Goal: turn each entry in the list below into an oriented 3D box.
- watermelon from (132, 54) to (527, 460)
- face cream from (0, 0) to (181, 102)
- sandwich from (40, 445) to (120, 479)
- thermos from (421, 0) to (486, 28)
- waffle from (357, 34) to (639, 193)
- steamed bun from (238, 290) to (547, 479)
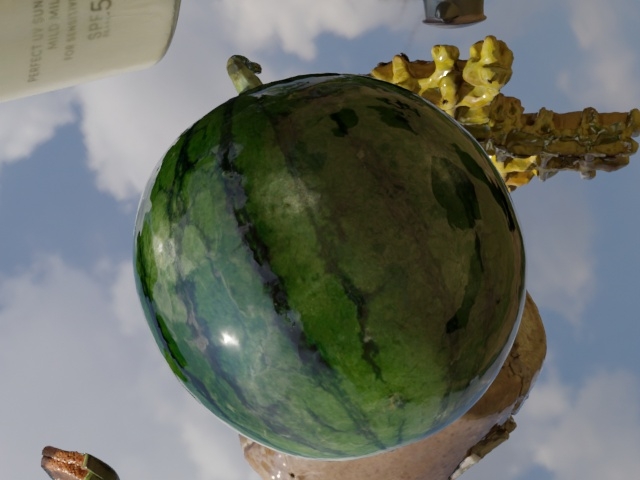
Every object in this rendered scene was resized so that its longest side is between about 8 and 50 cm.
[{"bbox_3d":[0.000,0.000,0.727,0.188,0.188,0.215,-12,-100,-62],"label":"watermelon"},{"bbox_3d":[-0.245,-0.126,0.807,0.348,0.174,0.081,-16,-124,-24],"label":"face cream"},{"bbox_3d":[-0.212,0.207,1.315,0.069,0.101,0.026,42,-117,-34],"label":"sandwich"},{"bbox_3d":[0.132,-0.306,1.471,0.137,0.105,0.193,-45,-48,-68],"label":"thermos"},{"bbox_3d":[0.151,-0.105,1.450,0.293,0.259,0.069,19,-112,-38],"label":"waffle"},{"bbox_3d":[0.087,0.142,1.399,0.199,0.252,0.301,39,-149,22],"label":"steamed bun"}]
